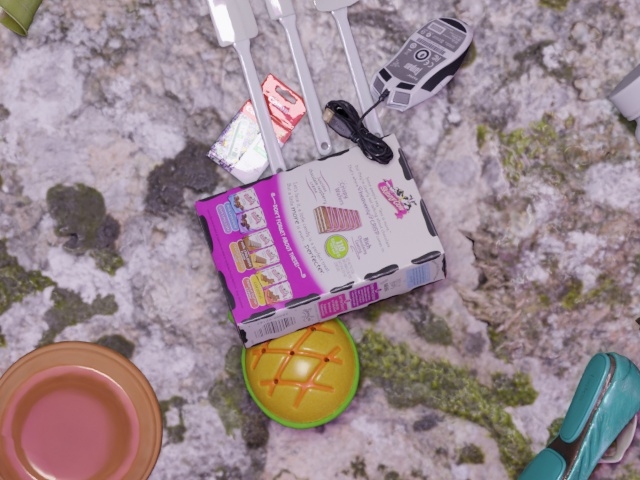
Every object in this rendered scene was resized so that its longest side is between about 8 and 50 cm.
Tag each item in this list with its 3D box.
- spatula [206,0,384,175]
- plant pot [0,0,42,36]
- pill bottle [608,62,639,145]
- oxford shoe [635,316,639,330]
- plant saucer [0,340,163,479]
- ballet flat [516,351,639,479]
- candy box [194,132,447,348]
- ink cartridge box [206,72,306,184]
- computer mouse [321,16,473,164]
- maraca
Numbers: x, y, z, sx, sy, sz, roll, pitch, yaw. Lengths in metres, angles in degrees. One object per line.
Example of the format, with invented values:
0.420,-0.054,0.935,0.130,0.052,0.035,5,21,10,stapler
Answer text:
-0.019,-0.200,1.912,0.168,0.019,0.242,-19,96,-17,spatula
-0.327,-0.277,1.900,0.083,0.083,0.079,36,79,-3,plant pot
0.417,-0.110,1.896,0.119,0.119,0.208,-43,94,2,pill bottle
0.402,0.104,1.943,0.096,0.083,0.227,-7,97,24,oxford shoe
-0.276,0.212,1.949,0.200,0.037,0.200,0,94,-2,plant saucer
0.289,0.243,1.941,0.087,0.083,0.247,29,95,-17,ballet flat
0.000,0.000,1.883,0.233,0.071,0.159,-19,64,-3,candy box
-0.067,-0.121,1.932,0.063,0.029,0.115,37,93,-3,ink cartridge box
0.095,-0.166,1.905,0.193,0.042,0.106,-43,50,-15,computer mouse
-0.030,0.118,1.920,0.127,0.099,0.185,-24,68,-1,maraca
